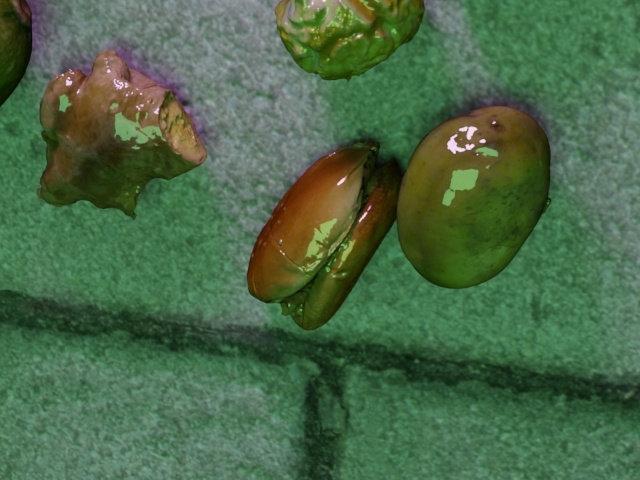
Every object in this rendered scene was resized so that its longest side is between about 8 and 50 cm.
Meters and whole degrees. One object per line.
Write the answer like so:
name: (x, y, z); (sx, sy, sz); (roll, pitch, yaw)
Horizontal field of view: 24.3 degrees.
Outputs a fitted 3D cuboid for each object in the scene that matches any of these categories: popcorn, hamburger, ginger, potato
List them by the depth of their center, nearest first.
popcorn: (0.018, -0.290, 1.788); (0.212, 0.198, 0.198); (50, 119, 24)
potato: (0.191, -0.058, 1.868); (0.197, 0.148, 0.228); (-6, 126, -1)
hamburger: (0.000, 0.000, 1.933); (0.144, 0.156, 0.283); (32, 119, -4)
ginger: (-0.296, -0.121, 1.953); (0.270, 0.123, 0.219); (-30, 109, 23)

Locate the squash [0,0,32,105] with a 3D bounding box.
squash: (-0.513, -0.225, 1.888); (0.308, 0.310, 0.310); (-5, 115, -2)
